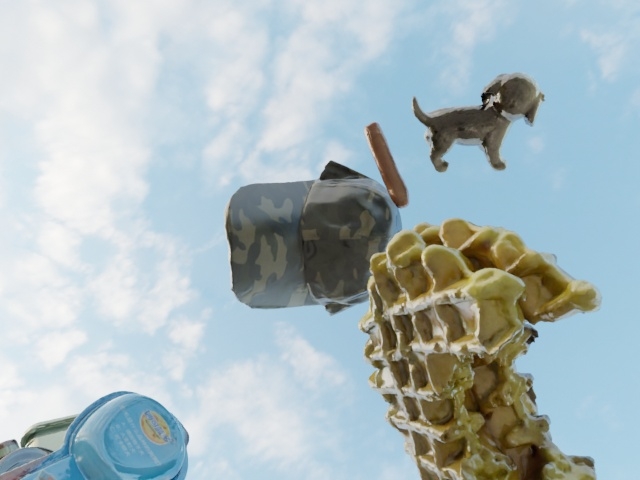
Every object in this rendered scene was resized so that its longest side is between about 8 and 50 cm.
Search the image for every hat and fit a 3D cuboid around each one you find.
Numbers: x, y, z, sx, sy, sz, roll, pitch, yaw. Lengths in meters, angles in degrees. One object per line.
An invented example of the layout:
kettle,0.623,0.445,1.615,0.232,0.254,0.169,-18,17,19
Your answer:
hat,0.000,0.000,1.004,0.257,0.381,0.367,-7,-89,31

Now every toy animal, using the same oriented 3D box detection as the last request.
toy animal,0.306,-0.227,0.917,0.233,0.121,0.169,-9,-49,17

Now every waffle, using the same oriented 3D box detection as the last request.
waffle,0.162,0.140,0.520,0.150,0.261,0.325,-14,-72,-22

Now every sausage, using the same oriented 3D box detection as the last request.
sausage,0.135,-0.150,0.951,0.043,0.043,0.187,-22,-98,11

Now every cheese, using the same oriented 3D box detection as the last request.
cheese,-0.178,0.176,0.367,0.037,0.256,0.106,-43,-104,8

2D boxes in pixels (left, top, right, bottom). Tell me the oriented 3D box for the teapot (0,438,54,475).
teapot,-0.617,0.512,0.821,0.312,0.233,0.315,-34,-105,-1

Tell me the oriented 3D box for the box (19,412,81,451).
box,-0.570,0.547,1.177,0.311,0.182,0.176,-7,-75,-25
